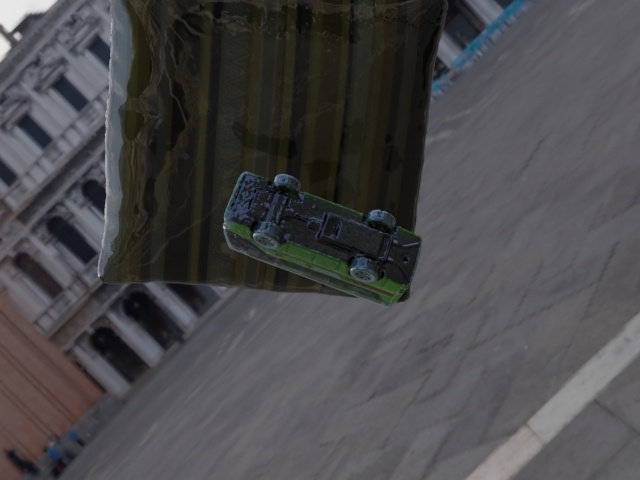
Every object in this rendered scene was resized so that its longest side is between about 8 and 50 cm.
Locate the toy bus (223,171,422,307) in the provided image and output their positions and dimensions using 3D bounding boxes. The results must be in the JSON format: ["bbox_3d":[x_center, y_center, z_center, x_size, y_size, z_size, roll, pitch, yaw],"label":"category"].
[{"bbox_3d":[0.000,0.000,0.364,0.037,0.083,0.031,114,176,-64],"label":"toy bus"}]

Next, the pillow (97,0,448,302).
[{"bbox_3d":[-0.034,-0.065,0.540,0.052,0.212,0.208,-115,30,-72],"label":"pillow"}]
